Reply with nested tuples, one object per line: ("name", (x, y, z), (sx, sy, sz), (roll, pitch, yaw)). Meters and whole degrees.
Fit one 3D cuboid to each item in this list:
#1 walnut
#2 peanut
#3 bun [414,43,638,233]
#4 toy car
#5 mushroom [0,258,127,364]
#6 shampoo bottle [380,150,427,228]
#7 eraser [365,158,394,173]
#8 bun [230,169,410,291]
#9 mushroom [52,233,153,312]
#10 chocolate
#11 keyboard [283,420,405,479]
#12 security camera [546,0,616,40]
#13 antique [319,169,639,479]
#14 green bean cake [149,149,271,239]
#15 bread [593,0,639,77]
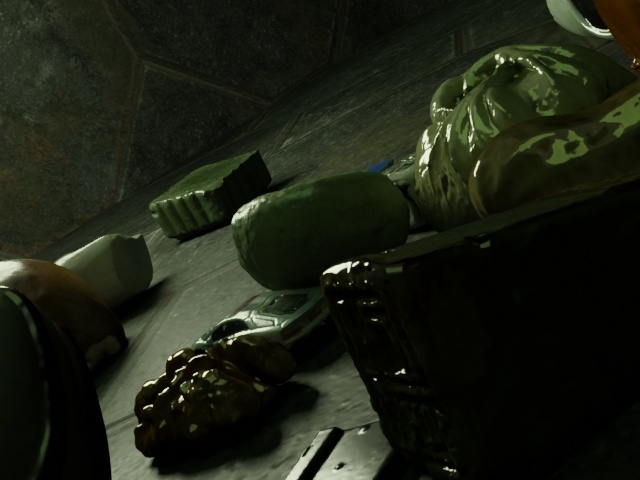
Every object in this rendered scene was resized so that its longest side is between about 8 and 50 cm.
("walnut", (-0.104, 0.134, 0.974), (0.170, 0.069, 0.143), (-23, 15, 40))
("peanut", (0.254, -0.069, 0.868), (0.275, 0.111, 0.125), (-23, 44, 17))
("bun", (0.199, -0.113, 1.069), (0.259, 0.160, 0.259), (-26, 10, 5))
("toy car", (-0.064, 0.089, 1.092), (0.205, 0.056, 0.095), (-12, 22, 50))
("mushroom", (-0.426, 0.145, 1.468), (0.302, 0.208, 0.233), (-35, -32, 23))
("shampoo bottle", (0.173, -0.104, 1.302), (0.284, 0.071, 0.153), (-33, 10, -24))
("eraser", (0.070, -0.082, 1.536), (0.063, 0.027, 0.084), (-20, 15, 33))
("bun", (0.000, 0.000, 1.132), (0.195, 0.118, 0.195), (-15, -1, 0))
("mushroom", (-0.457, 0.118, 1.711), (0.397, 0.126, 0.177), (-29, 2, 6))
("chocolate", (-0.266, 0.166, 0.837), (0.186, 0.283, 0.283), (-10, 14, 2))
("keyboard", (-0.029, 0.202, 0.648), (0.101, 0.018, 0.310), (-19, 16, 34))
("security camera", (0.438, -0.385, 1.545), (0.195, 0.194, 0.236), (-30, 14, -2))
("antique", (0.159, 0.026, 0.686), (0.284, 0.150, 0.125), (-25, 9, -22))
("green bean cake", (-0.201, -0.086, 2.005), (0.185, 0.094, 0.183), (-19, 16, 39))
("bread", (0.385, -0.238, 1.114), (0.156, 0.204, 0.288), (-45, 6, 13))
